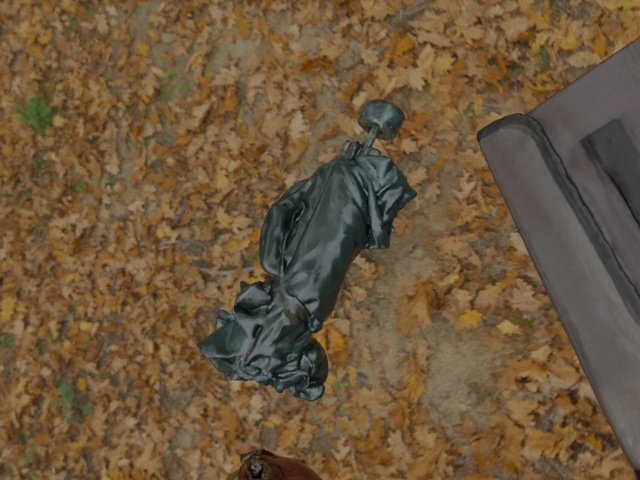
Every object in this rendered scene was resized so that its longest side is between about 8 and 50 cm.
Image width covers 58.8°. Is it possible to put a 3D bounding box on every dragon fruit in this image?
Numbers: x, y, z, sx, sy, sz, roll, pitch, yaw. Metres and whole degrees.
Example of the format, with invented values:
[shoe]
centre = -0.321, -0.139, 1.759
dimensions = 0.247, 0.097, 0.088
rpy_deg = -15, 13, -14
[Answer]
[dragon fruit]
centre = -0.077, 0.506, 1.007
dimensions = 0.251, 0.250, 0.314
rpy_deg = -6, 98, 31

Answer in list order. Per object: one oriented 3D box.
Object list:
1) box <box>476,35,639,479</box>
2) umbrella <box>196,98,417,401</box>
[box]
centre = 0.253, 0.013, 0.388
dimensions = 0.153, 0.188, 0.252
rpy_deg = -35, 53, 30
[umbrella]
centre = 0.002, 0.002, 0.626
dimensions = 0.143, 0.094, 0.348
rpy_deg = 25, 78, 2
